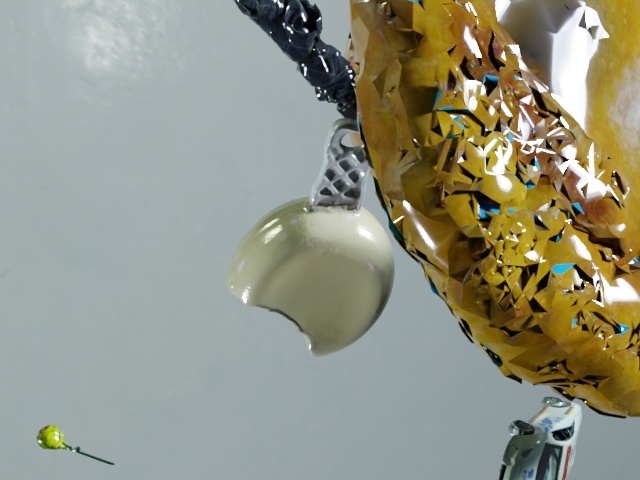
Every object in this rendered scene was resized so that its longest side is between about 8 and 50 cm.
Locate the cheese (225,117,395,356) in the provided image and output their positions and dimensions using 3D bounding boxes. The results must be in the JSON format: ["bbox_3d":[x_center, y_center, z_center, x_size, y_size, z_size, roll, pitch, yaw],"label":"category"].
[{"bbox_3d":[0.020,0.000,1.147,0.163,0.070,0.249,21,122,-29],"label":"cheese"}]

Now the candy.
[{"bbox_3d":[-0.352,0.300,1.775,0.123,0.035,0.035,22,137,8],"label":"candy"}]

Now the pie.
[{"bbox_3d":[0.111,-0.057,0.498,0.273,0.069,0.273,15,62,-30],"label":"pie"}]

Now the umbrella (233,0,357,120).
[{"bbox_3d":[-0.014,-0.227,1.427,0.071,0.080,0.224,-38,116,9],"label":"umbrella"}]

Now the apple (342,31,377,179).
[{"bbox_3d":[0.176,-0.198,1.602,0.339,0.305,0.338,8,56,-12],"label":"apple"}]

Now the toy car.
[{"bbox_3d":[0.235,0.230,1.309,0.056,0.205,0.095,13,102,24],"label":"toy car"}]
